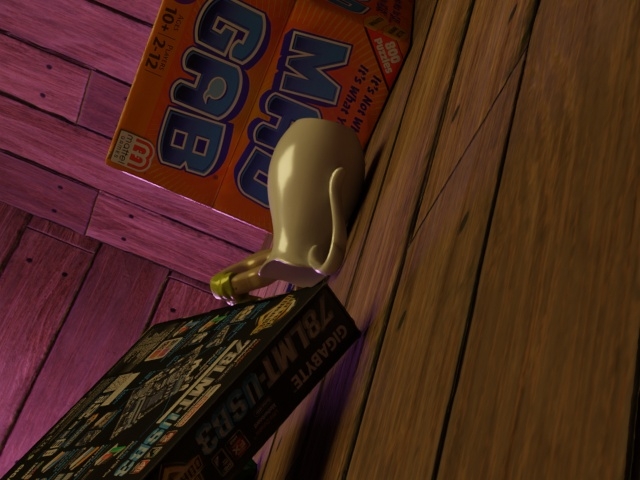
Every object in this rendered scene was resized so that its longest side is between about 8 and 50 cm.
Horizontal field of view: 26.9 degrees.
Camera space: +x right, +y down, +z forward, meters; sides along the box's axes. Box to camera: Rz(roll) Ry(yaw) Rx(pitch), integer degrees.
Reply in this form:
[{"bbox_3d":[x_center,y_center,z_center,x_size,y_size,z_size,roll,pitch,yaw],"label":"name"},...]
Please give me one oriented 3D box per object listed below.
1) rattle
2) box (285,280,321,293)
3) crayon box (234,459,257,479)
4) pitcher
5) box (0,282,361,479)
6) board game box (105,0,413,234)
[{"bbox_3d":[-0.065,0.071,1.905,0.130,0.143,0.199,-34,2,20],"label":"rattle"},{"bbox_3d":[0.000,0.000,1.892,0.136,0.036,0.225,121,171,-66],"label":"box"},{"bbox_3d":[-0.207,0.372,1.643,0.081,0.165,0.278,40,114,38],"label":"crayon box"},{"bbox_3d":[0.000,-0.050,1.722,0.177,0.125,0.207,-8,69,61],"label":"pitcher"},{"bbox_3d":[-0.147,0.170,1.237,0.293,0.073,0.295,-15,25,48],"label":"box"},{"bbox_3d":[-0.086,-0.262,2.120,0.356,0.356,0.356,-79,12,-67],"label":"board game box"}]
